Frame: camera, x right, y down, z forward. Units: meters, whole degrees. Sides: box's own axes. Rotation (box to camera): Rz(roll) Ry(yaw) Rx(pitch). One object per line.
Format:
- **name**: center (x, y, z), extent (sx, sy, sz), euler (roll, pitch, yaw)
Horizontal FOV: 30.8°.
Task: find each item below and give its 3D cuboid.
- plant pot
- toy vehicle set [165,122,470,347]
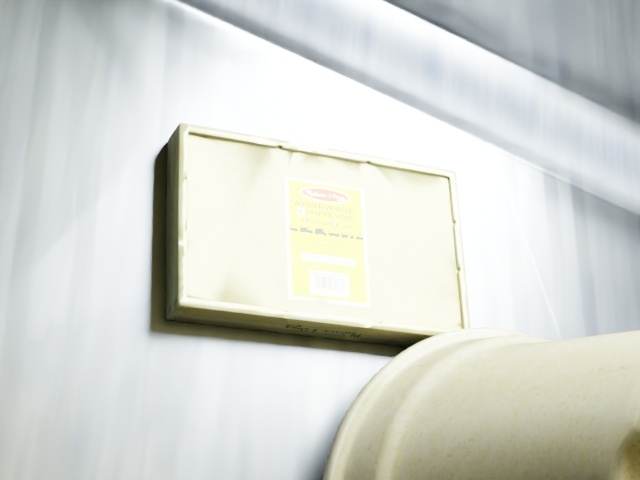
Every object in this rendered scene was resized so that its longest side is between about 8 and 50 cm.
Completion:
- **plant pot**: center (0.213, 0.196, 0.827), extent (0.334, 0.305, 0.334), euler (8, 71, -23)
- **toy vehicle set**: center (0.000, 0.000, 0.998), extent (0.267, 0.035, 0.166), euler (9, 64, -21)
